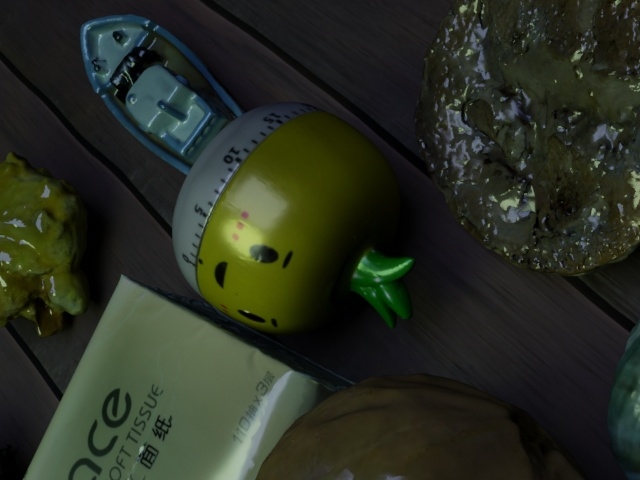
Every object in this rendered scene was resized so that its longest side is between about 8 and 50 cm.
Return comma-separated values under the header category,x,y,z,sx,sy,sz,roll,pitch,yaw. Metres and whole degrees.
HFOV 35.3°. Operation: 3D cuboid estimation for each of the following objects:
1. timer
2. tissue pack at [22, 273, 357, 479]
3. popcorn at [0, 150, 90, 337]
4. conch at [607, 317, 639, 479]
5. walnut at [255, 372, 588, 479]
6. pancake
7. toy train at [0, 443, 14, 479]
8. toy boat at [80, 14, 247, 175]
category,x,y,z,sx,sy,sz,roll,pitch,yaw
timer,0.000,0.000,1.131,0.285,0.285,0.285,-10,70,28
tissue pack,-0.162,0.287,1.158,0.332,0.205,0.404,23,86,38
popcorn,-0.425,0.013,1.431,0.233,0.192,0.266,-37,83,-2
conch,0.368,0.154,0.917,0.220,0.195,0.277,-25,37,0
walnut,0.083,0.309,0.931,0.384,0.383,0.383,-10,70,28
pancake,0.247,-0.147,1.058,0.387,0.082,0.386,6,97,55
toy train,-0.472,0.399,1.324,0.139,0.178,0.330,-16,70,5
toy boat,-0.235,-0.216,1.405,0.145,0.133,0.332,-51,56,8
